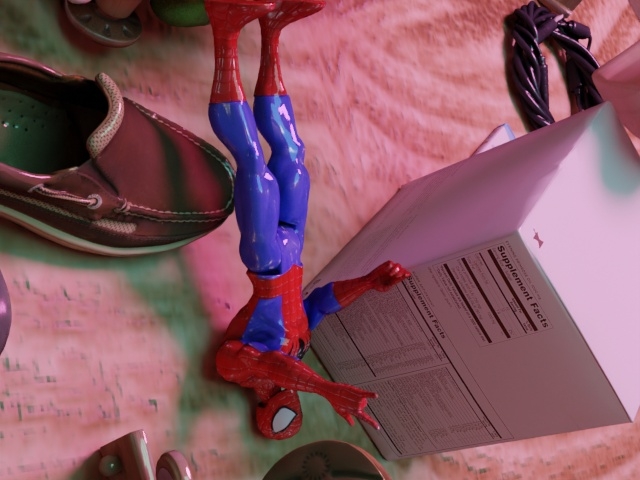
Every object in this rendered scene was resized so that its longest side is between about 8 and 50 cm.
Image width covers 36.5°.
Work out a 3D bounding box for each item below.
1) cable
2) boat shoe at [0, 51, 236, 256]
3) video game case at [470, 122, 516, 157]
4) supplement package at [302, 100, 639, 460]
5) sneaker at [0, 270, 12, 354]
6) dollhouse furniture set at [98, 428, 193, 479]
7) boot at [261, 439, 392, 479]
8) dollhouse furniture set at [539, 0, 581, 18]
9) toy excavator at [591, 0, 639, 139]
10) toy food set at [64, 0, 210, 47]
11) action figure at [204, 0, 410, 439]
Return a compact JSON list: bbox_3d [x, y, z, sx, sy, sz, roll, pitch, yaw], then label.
[{"bbox_3d":[0.259,-0.173,1.042,0.150,0.047,0.185,27,57,-37],"label":"cable"},{"bbox_3d":[-0.136,-0.049,0.542,0.257,0.095,0.095,8,69,-44],"label":"boat shoe"},{"bbox_3d":[0.169,-0.025,0.912,0.119,0.015,0.166,58,43,-12],"label":"video game case"},{"bbox_3d":[0.128,0.033,0.706,0.149,0.203,0.194,57,44,-13],"label":"supplement package"},{"bbox_3d":[-0.198,0.086,0.432,0.118,0.083,0.222,14,64,-43],"label":"sneaker"},{"bbox_3d":[-0.130,0.162,0.450,0.151,0.144,0.123,-9,76,-33],"label":"dollhouse furniture set"},{"bbox_3d":[0.042,0.240,0.551,0.269,0.089,0.236,42,40,-69],"label":"boot"},{"bbox_3d":[0.237,-0.395,1.076,0.242,0.161,0.212,36,47,-2],"label":"dollhouse furniture set"},{"bbox_3d":[0.122,-0.303,0.665,0.445,0.222,0.433,50,-9,42],"label":"toy excavator"},{"bbox_3d":[-0.124,-0.179,0.637,0.128,0.071,0.218,47,37,14],"label":"toy food set"},{"bbox_3d":[0.000,0.000,0.590,0.091,0.139,0.280,-22,119,-55],"label":"action figure"}]
